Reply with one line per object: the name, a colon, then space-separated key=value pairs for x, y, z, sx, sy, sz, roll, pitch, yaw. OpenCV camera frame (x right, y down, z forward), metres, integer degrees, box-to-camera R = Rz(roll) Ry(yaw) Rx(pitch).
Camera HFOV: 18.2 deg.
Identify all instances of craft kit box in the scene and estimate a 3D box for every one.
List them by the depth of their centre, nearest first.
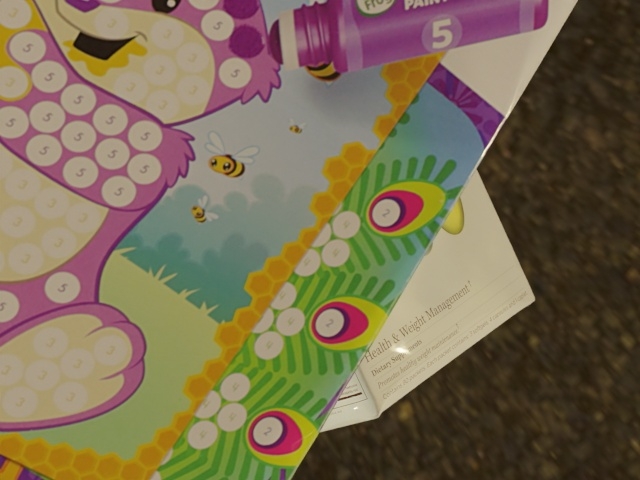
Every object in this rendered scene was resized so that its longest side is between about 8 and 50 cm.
craft kit box: x=-0.080 y=-0.052 z=0.361 sx=0.250 sy=0.061 sz=0.246 roll=22 pitch=103 yaw=-30

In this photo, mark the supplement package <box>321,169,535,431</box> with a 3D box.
supplement package: x=0.000 y=0.000 z=1.309 sx=0.149 sy=0.194 sz=0.203 roll=-20 pitch=99 yaw=43
